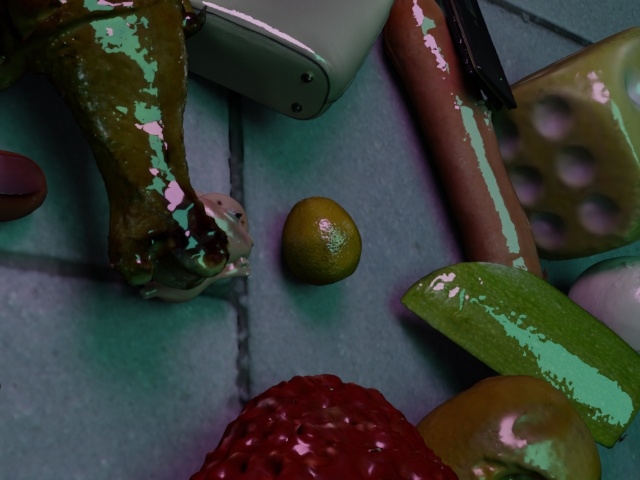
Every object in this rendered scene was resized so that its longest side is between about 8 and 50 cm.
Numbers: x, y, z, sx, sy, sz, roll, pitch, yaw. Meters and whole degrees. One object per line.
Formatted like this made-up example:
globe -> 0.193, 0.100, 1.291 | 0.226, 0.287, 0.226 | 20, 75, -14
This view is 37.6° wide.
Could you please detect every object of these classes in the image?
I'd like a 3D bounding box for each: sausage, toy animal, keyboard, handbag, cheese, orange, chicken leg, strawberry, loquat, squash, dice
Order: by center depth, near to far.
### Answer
sausage -> -0.273, -0.045, 0.773 | 0.094, 0.054, 0.059 | 5, 66, -40
strawberry -> 0.016, 0.251, 0.786 | 0.317, 0.295, 0.345 | 9, 44, 0
chicken leg -> -0.194, -0.140, 0.788 | 0.211, 0.140, 0.361 | -3, 73, -15
toy animal -> -0.120, 0.005, 0.879 | 0.150, 0.089, 0.084 | -41, 123, -45
loquat -> 0.184, 0.247, 0.965 | 0.213, 0.213, 0.213 | 15, 65, -36
orange -> 0.000, 0.000, 0.973 | 0.085, 0.085, 0.095 | -21, 81, -43
handbag -> -0.030, -0.292, 1.000 | 0.241, 0.109, 0.315 | 25, 60, -5
squash -> 0.252, 0.104, 1.114 | 0.288, 0.111, 0.203 | 36, 12, 8
sausage -> 0.176, -0.111, 1.157 | 0.094, 0.094, 0.419 | 1, 69, -81
keyboard -> 0.179, -0.295, 1.193 | 0.106, 0.027, 0.317 | 35, 34, -43
cheese -> 0.420, 0.103, 1.226 | 0.189, 0.198, 0.154 | 28, 79, -21
dice -> 0.358, -0.125, 1.232 | 0.233, 0.226, 0.238 | -33, 98, -41
